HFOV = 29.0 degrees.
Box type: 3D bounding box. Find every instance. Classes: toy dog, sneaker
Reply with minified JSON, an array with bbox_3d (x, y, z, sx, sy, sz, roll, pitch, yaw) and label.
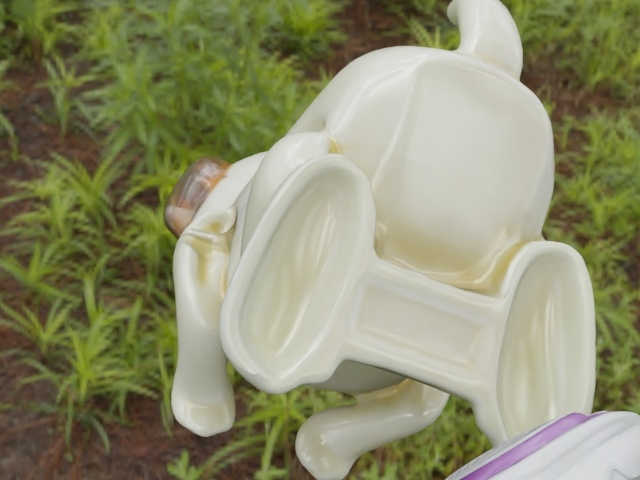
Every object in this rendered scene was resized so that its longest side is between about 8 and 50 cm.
[{"bbox_3d":[0.000,0.000,1.035,0.284,0.408,0.395,10,79,-22],"label":"toy dog"},{"bbox_3d":[0.113,0.203,0.698,0.305,0.114,0.152,-29,81,-44],"label":"sneaker"}]
